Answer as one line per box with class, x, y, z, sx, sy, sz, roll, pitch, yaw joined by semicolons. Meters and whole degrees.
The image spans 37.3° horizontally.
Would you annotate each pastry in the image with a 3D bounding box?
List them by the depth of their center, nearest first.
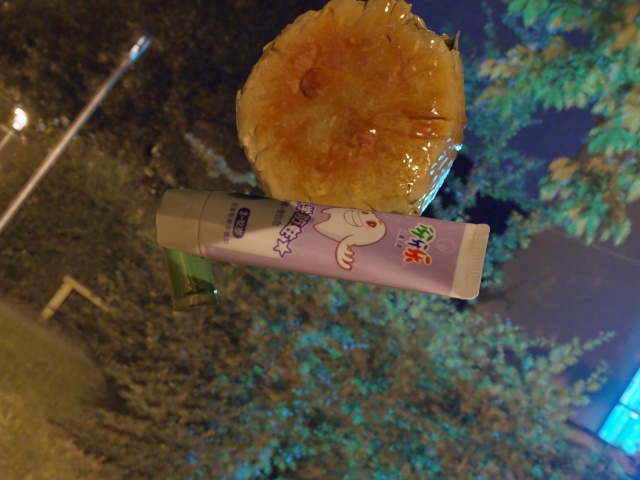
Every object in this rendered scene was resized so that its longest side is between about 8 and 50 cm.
pastry;0.039;-0.164;1.254;0.330;0.329;0.136;33;3;20

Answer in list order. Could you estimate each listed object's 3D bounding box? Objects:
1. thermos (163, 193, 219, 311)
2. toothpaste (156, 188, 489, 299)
thermos;-0.214;0.015;1.501;0.083;0.073;0.187;163;-85;-75
toothpaste;0.000;0.000;1.076;0.371;0.125;0.080;9;-49;12
